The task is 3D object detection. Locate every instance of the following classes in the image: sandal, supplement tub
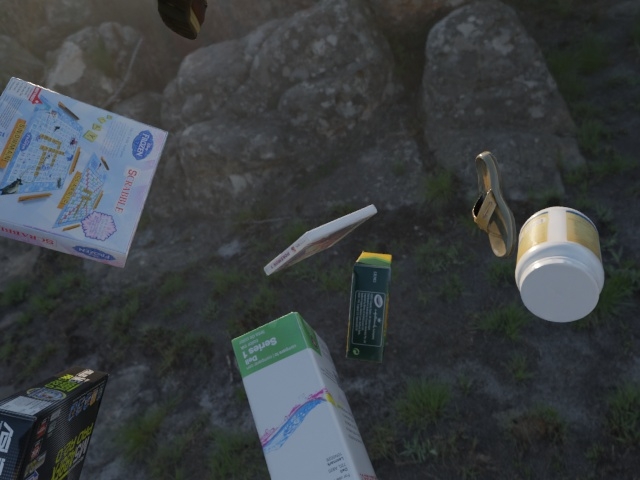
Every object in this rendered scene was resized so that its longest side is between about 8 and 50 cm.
[{"bbox_3d":[0.275,-0.056,0.840,0.048,0.180,0.072,-10,-6,-8],"label":"sandal"},{"bbox_3d":[0.437,0.041,0.940,0.144,0.145,0.200,-3,28,26],"label":"supplement tub"}]

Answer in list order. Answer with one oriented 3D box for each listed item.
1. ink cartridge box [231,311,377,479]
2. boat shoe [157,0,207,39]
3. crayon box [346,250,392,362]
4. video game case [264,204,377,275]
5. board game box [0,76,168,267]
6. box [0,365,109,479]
[{"bbox_3d":[-0.016,0.280,0.784,0.117,0.201,0.278,-24,61,2],"label":"ink cartridge box"},{"bbox_3d":[-0.170,-0.315,0.622,0.060,0.064,0.178,-65,5,-8],"label":"boat shoe"},{"bbox_3d":[0.122,0.140,1.211,0.083,0.203,0.323,5,5,7],"label":"crayon box"},{"bbox_3d":[0.000,0.000,1.069,0.201,0.023,0.183,-24,-9,-40],"label":"video game case"},{"bbox_3d":[-0.500,-0.136,1.008,0.066,0.317,0.319,133,150,-53],"label":"board game box"},{"bbox_3d":[-0.394,0.309,0.713,0.060,0.270,0.217,14,85,-4],"label":"box"}]
